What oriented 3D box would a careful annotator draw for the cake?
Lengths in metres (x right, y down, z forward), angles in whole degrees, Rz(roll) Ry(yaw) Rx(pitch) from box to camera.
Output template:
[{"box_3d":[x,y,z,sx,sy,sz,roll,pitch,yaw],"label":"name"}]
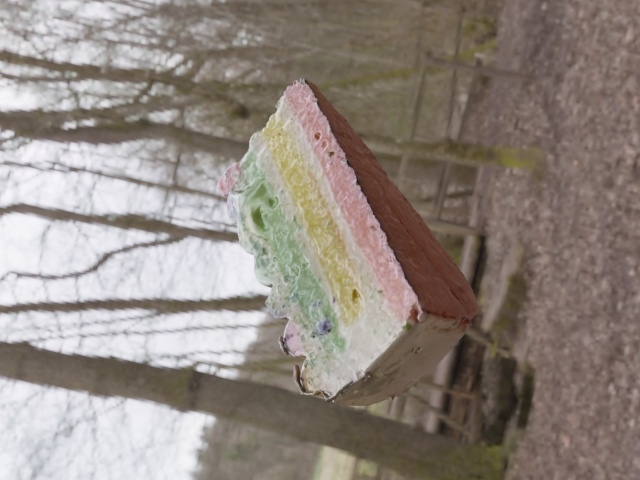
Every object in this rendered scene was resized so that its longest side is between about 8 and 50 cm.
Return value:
[{"box_3d":[0.015,0.004,0.705,0.109,0.090,0.225,-47,50,25],"label":"cake"}]
